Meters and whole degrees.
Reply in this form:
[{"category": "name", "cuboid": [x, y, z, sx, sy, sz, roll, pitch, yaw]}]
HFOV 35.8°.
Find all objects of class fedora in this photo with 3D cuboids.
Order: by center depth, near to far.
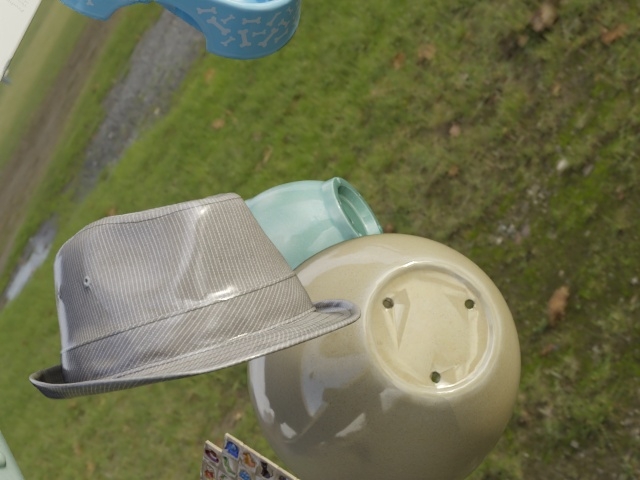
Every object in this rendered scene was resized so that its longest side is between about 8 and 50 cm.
[{"category": "fedora", "cuboid": [-0.112, 0.035, 0.771, 0.275, 0.243, 0.124, -17, 89, 55]}]

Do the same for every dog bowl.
[{"category": "dog bowl", "cuboid": [-0.152, -0.302, 1.059, 0.074, 0.297, 0.166, 129, 152, -59]}]

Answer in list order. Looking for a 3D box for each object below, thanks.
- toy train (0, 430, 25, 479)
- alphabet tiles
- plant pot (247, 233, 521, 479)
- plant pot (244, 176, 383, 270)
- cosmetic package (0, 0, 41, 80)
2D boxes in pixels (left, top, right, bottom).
[{"category": "toy train", "cuboid": [-0.456, 0.286, 1.206, 0.190, 0.142, 0.334, -56, 48, 15]}, {"category": "alphabet tiles", "cuboid": [-0.117, 0.447, 1.703, 0.009, 0.237, 0.198, -24, -48, -49]}, {"category": "plant pot", "cuboid": [0.080, 0.110, 0.972, 0.191, 0.284, 0.284, 121, 171, -68]}, {"category": "plant pot", "cuboid": [0.000, 0.000, 1.893, 0.196, 0.293, 0.293, -34, 29, 19]}, {"category": "cosmetic package", "cuboid": [-0.477, -0.208, 1.137, 0.156, 0.217, 0.385, -47, 23, 35]}]
